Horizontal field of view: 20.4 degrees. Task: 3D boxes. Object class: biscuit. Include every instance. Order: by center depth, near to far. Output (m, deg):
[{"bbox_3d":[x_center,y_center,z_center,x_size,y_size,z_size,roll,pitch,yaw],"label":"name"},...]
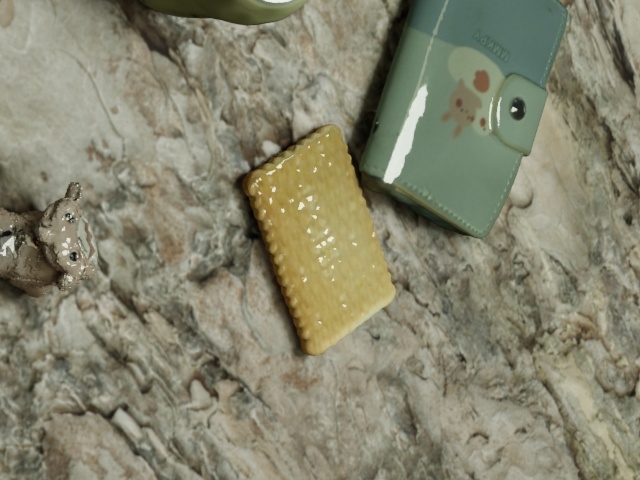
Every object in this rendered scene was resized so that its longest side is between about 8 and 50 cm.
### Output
[{"bbox_3d":[-0.001,0.000,2.141,0.160,0.030,0.249,-35,117,-32],"label":"biscuit"}]

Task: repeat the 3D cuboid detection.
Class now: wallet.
[{"bbox_3d":[0.188,-0.192,2.244,0.252,0.083,0.360,27,76,-38],"label":"wallet"}]

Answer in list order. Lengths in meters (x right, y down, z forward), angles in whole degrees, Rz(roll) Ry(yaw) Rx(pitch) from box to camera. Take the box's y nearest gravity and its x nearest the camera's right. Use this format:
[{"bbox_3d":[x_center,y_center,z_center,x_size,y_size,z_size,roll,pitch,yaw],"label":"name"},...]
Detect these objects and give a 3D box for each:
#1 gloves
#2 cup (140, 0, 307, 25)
[{"bbox_3d":[-0.295,0.006,1.854,0.144,0.094,0.110,-17,95,-30],"label":"gloves"},{"bbox_3d":[-0.134,-0.326,1.869,0.255,0.202,0.173,14,89,-39],"label":"cup"}]
